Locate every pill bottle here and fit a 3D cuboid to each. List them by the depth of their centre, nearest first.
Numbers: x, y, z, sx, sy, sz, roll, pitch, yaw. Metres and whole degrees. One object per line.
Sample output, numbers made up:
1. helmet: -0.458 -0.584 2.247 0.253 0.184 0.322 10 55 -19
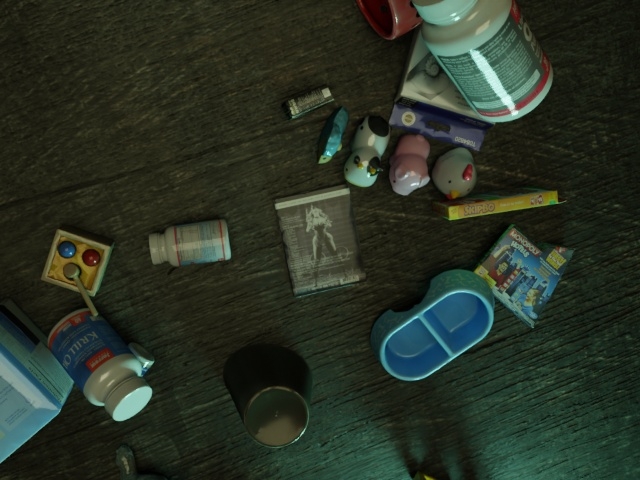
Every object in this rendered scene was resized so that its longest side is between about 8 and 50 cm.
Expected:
1. pill bottle: 0.299 -0.382 1.476 0.176 0.176 0.318 -48 132 2
2. pill bottle: -0.436 0.249 1.567 0.221 0.124 0.124 41 93 25
3. pill bottle: -0.269 0.007 1.619 0.160 0.087 0.087 -8 101 -6
4. pill bottle: -0.413 0.280 1.656 0.067 0.067 0.120 39 93 -12

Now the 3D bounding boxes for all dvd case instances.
1. dvd case: 0.000 0.000 1.690 0.164 0.018 0.221 -13 102 -4

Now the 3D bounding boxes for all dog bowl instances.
1. dog bowl: 0.246 0.191 1.700 0.297 0.074 0.166 -37 105 11

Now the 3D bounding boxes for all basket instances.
1. basket: -0.098 0.324 1.626 0.204 0.227 0.154 16 97 -11

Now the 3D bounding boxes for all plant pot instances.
1. plant pot: 0.167 -0.518 1.537 0.174 0.191 0.191 -30 102 -5

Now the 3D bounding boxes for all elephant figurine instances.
1. elephant figurine: -0.352 0.583 1.683 0.186 0.169 0.240 19 80 -39

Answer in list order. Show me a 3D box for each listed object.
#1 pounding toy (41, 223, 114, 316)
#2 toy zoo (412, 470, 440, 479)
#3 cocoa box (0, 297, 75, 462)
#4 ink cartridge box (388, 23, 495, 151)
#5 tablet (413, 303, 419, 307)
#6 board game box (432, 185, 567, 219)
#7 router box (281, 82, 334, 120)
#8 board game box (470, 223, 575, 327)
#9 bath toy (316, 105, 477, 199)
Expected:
1. pounding toy: -0.488 0.059 1.590 0.130 0.100 0.141 19 96 -10
2. toy zoo: 0.321 0.605 1.751 0.293 0.192 0.030 26 95 -11
3. cocoa box: -0.693 0.326 1.543 0.347 0.228 0.231 -40 102 0
4. ink cartridge box: 0.278 -0.322 1.659 0.223 0.045 0.224 14 98 -10
5. tablet: 0.242 0.178 1.761 0.054 0.006 0.083 -13 101 -5
6. board game box: 0.380 -0.083 1.674 0.259 0.124 0.039 -6 100 -7
7. router box: -0.028 -0.279 1.585 0.092 0.122 0.038 -25 98 -4
8. board game box: 0.457 0.057 1.742 0.194 0.060 0.194 40 92 -12
9. bath toy: 0.171 -0.165 1.630 0.348 0.129 0.152 16 97 -11
